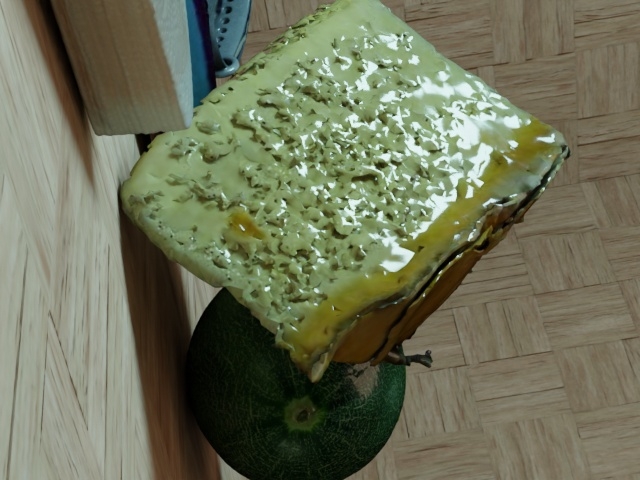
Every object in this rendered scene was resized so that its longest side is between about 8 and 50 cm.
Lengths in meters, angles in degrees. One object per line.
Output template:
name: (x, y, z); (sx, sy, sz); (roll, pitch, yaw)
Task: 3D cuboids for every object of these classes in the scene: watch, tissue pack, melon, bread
watch: (-0.119, -0.279, 1.687); (0.193, 0.068, 0.206); (55, 38, -71)
tissue pack: (-0.129, -0.216, 0.832); (0.325, 0.071, 0.170); (81, 2, -57)
melon: (-0.020, 0.108, 1.253); (0.288, 0.182, 0.182); (-83, 164, -80)
bread: (0.000, 0.000, 1.155); (0.248, 0.315, 0.279); (42, -30, 11)

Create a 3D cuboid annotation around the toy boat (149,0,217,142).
toy boat: (-0.127, -0.190, 1.183); (0.136, 0.079, 0.392); (-101, -176, -53)
